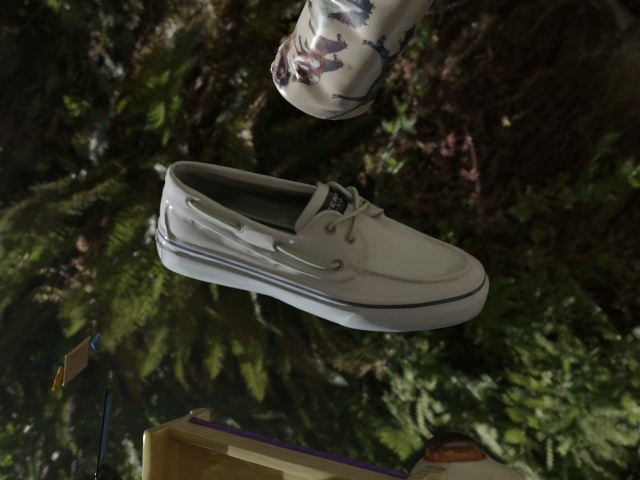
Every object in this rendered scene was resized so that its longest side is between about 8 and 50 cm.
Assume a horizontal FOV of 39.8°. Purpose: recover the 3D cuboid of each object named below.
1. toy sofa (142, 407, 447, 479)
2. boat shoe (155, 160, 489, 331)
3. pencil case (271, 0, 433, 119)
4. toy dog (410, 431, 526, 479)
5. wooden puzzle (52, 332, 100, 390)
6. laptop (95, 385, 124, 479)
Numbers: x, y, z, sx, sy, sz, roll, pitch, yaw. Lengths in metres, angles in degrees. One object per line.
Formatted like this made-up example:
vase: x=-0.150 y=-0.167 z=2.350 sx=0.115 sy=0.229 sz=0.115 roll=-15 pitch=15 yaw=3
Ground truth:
toy sofa: x=-0.027 y=0.307 z=1.051 sx=0.363 sy=0.150 sz=0.177 roll=6 pitch=-172 yaw=33
boat shoe: x=0.000 y=0.000 z=0.575 sx=0.227 sy=0.075 sz=0.083 roll=8 pitch=-144 yaw=4
pencil case: x=0.057 y=-0.342 z=1.233 sx=0.183 sy=0.410 sz=0.160 roll=42 pitch=-130 yaw=8
toy dog: x=0.227 y=0.498 z=1.373 sx=0.396 sy=0.284 sz=0.408 roll=-4 pitch=-155 yaw=11
wooden puzzle: x=-0.423 y=0.207 z=1.524 sx=0.014 sy=0.078 sz=0.116 roll=24 pitch=-158 yaw=12
laptop: x=-0.348 y=0.416 z=1.676 sx=0.264 sy=0.136 sz=0.234 roll=42 pitch=168 yaw=-2
